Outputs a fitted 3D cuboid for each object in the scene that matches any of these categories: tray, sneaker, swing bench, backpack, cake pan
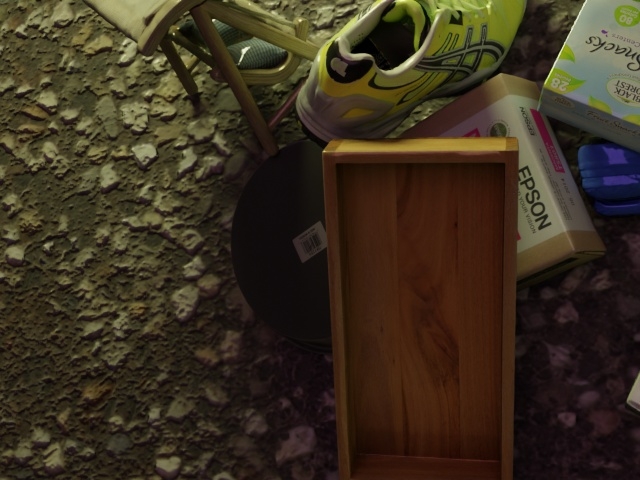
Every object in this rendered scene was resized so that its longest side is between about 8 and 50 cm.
[{"bbox_3d":[0.117,0.091,1.041,0.203,0.076,0.410,1,109,11],"label":"tray"},{"bbox_3d":[0.137,-0.247,1.108,0.145,0.147,0.385,43,63,9],"label":"sneaker"},{"bbox_3d":[-0.146,-0.273,1.164,0.165,0.255,0.253,-50,45,2],"label":"swing bench"},{"bbox_3d":[0.356,-0.078,1.082,0.098,0.120,0.101,-9,86,15],"label":"backpack"},{"bbox_3d":[0.000,0.000,1.165,0.293,0.054,0.293,-2,87,34],"label":"cake pan"}]

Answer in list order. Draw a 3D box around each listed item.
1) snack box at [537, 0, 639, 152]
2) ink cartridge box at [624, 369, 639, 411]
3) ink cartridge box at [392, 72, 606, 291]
[{"bbox_3d":[0.364,-0.208,1.017,0.175,0.070,0.207,24,79,14],"label":"snack box"},{"bbox_3d":[0.396,0.130,0.982,0.087,0.208,0.153,26,87,20],"label":"ink cartridge box"},{"bbox_3d":[0.202,-0.053,1.109,0.193,0.088,0.234,-31,69,35],"label":"ink cartridge box"}]
